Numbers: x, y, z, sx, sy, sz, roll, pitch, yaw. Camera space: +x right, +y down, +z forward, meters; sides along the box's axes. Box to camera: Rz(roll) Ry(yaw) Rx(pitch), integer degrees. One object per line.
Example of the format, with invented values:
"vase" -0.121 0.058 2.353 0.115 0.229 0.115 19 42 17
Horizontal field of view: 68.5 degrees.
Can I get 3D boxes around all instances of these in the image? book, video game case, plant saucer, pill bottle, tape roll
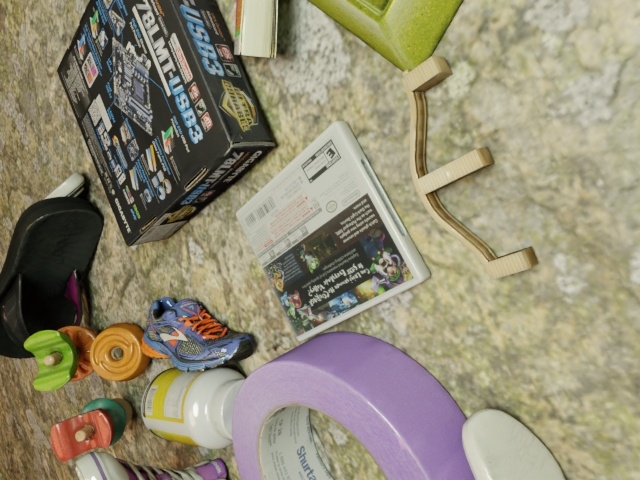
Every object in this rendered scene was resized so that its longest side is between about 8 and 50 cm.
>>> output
"book" -0.066 -0.254 0.454 0.096 0.035 0.144 -130 42 -62
"video game case" 0.000 0.000 0.500 0.190 0.022 0.173 -35 79 40
"plant saucer" 0.047 -0.262 0.370 0.188 0.045 0.188 46 127 22
"pill bottle" -0.157 0.226 0.642 0.184 0.103 0.103 -13 93 42
"tape roll" 0.028 0.241 0.497 0.275 0.090 0.274 13 111 38

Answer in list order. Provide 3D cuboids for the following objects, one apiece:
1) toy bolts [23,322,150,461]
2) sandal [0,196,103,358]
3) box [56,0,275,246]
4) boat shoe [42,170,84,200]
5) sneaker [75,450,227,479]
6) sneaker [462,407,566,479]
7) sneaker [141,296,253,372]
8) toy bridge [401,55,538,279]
"toy bolts" -0.389 0.257 0.863 0.219 0.158 0.228 -13 85 0
"sandal" -0.514 0.112 0.872 0.107 0.168 0.445 51 128 23
"box" -0.217 -0.178 0.602 0.293 0.073 0.295 -30 82 41
"boat shoe" -0.475 -0.051 0.867 0.070 0.077 0.219 43 131 -20
"sneaker" -0.227 0.356 0.687 0.102 0.161 0.282 27 143 41
"sneaker" 0.170 0.246 0.391 0.212 0.080 0.094 58 142 11
"sneaker" -0.182 0.126 0.654 0.221 0.083 0.087 1 95 37
"toy bridge" 0.108 -0.056 0.387 0.063 0.026 0.188 -27 84 43
